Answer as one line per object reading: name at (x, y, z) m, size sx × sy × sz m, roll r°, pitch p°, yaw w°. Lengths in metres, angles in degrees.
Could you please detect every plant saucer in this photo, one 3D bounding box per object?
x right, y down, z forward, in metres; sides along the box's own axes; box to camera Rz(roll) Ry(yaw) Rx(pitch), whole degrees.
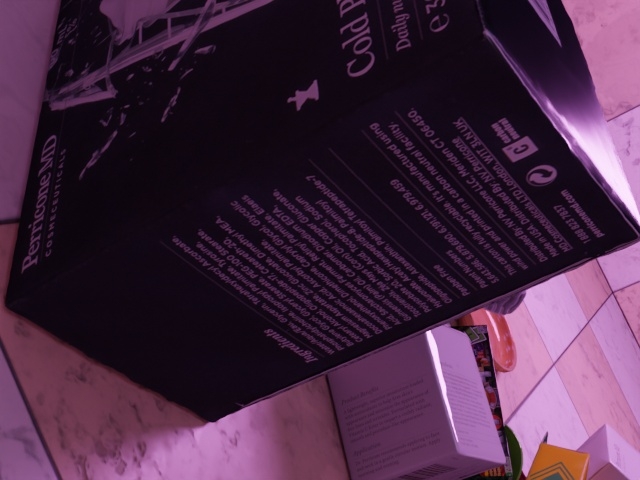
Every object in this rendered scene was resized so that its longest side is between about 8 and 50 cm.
plant saucer at (0.304, 0.156, 1.742) m, size 0.200 × 0.037 × 0.200 m, roll 44°, pitch 31°, yaw -36°

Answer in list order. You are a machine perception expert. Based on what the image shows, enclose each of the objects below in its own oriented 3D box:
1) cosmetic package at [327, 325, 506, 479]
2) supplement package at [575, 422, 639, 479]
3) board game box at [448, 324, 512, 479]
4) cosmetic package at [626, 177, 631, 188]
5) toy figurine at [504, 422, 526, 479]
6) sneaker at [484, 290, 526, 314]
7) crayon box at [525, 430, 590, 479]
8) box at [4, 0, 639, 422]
cosmetic package at (0.119, 0.215, 1.192) m, size 0.151 × 0.151 × 0.184 m, roll 27°, pitch 44°, yaw -52°
supplement package at (0.532, 0.490, 1.566) m, size 0.293 × 0.175 × 0.177 m, roll 42°, pitch 18°, yaw 4°
board game box at (0.190, 0.233, 1.344) m, size 0.030 × 0.136 × 0.260 m, roll 83°, pitch 4°, yaw -46°
cosmetic package at (0.392, -0.238, 1.952) m, size 0.327 × 0.329 × 0.394 m, roll 23°, pitch 47°, yaw -53°
toy figurine at (0.256, 0.367, 1.371) m, size 0.159 × 0.130 × 0.173 m, roll 47°, pitch 38°, yaw -50°
sneaker at (0.228, 0.042, 1.637) m, size 0.281 × 0.105 × 0.115 m, roll 31°, pitch 11°, yaw -28°
crayon box at (0.327, 0.431, 1.351) m, size 0.318 × 0.081 × 0.202 m, roll -30°, pitch 126°, yaw -65°
box at (-0.013, -0.151, 0.919) m, size 0.297 × 0.471 × 0.480 m, roll 38°, pitch 35°, yaw -40°
